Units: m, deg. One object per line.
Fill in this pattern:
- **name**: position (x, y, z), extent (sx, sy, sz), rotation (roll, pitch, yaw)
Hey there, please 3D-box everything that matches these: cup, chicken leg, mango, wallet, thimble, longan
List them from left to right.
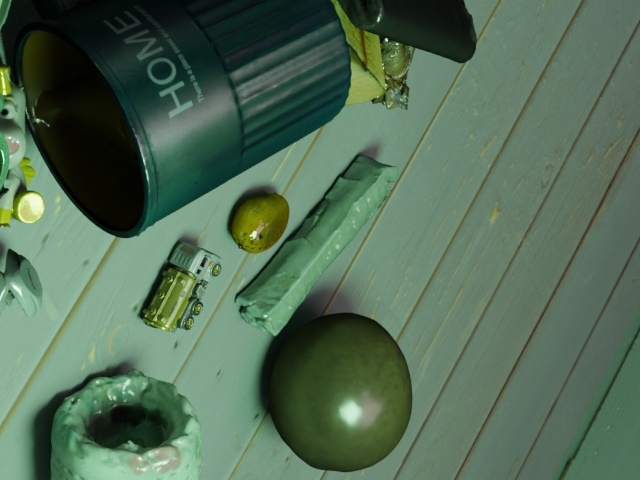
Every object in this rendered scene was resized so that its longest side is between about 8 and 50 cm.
- **thimble**: position (-0.240, 0.267, 2.062), extent (0.211, 0.185, 0.149), rotation (-87, -178, -61)
- **cup**: position (-0.160, -0.193, 1.790), extent (0.292, 0.308, 0.242), rotation (-29, 151, -28)
- **mango**: position (-0.079, -0.026, 2.252), extent (0.114, 0.057, 0.079), rotation (-43, 138, -50)
- **longan**: position (0.034, 0.225, 2.436), extent (0.248, 0.248, 0.248), rotation (-37, 137, -43)
- **wallet**: position (0.091, -0.353, 2.140), extent (0.228, 0.062, 0.406), rotation (65, 21, 9)
- **chicken leg**: position (0.099, -0.266, 2.299), extent (0.196, 0.080, 0.125), rotation (99, -6, -56)

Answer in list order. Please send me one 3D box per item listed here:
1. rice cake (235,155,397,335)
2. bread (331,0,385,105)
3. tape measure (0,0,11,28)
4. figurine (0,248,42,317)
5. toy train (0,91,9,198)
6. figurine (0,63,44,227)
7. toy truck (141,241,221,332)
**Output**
- **rice cake**: position (0.000, 0.000, 2.384), extent (0.336, 0.066, 0.063), rotation (-50, 145, -30)
- **bread**: position (-0.023, -0.307, 2.177), extent (0.167, 0.163, 0.264), rotation (40, 40, -57)
- **tape measure**: position (-0.388, -0.244, 1.401), extent (0.138, 0.262, 0.259), rotation (19, 84, -67)
- **figurine**: position (-0.362, 0.053, 1.825), extent (0.082, 0.086, 0.094), rotation (20, 49, -74)
- **toy train**: position (-0.449, -0.062, 1.545), extent (0.369, 0.150, 0.237), rotation (-53, 141, -28)
- **figurine**: position (-0.343, -0.100, 1.750), extent (0.129, 0.109, 0.178), rotation (-79, 172, -55)
- **toy truck**: position (-0.182, 0.062, 2.142), extent (0.063, 0.052, 0.123), rotation (35, 80, -53)
